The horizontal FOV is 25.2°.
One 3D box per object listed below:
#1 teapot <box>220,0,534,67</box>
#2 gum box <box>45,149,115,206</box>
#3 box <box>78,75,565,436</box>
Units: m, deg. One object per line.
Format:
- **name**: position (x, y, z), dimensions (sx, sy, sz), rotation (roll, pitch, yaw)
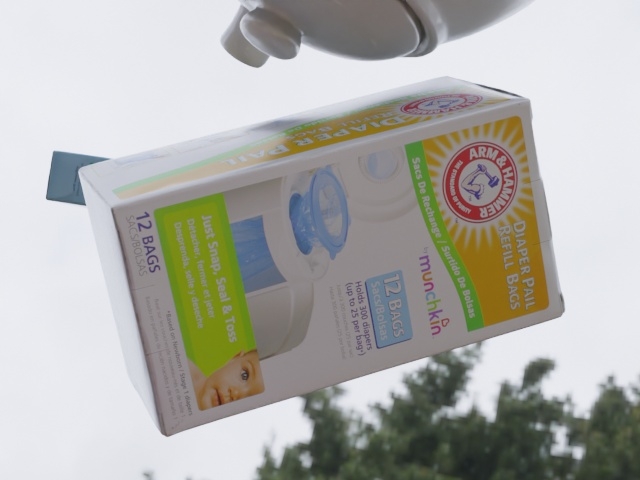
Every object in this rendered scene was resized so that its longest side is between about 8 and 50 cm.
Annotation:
- **teapot**: position (0.018, -0.177, 0.722), dimensions (0.252, 0.187, 0.256), rotation (24, -11, 35)
- **gum box**: position (-0.091, -0.030, 1.097), dimensions (0.184, 0.041, 0.157), rotation (8, -1, 15)
- **box**: position (0.000, 0.000, 0.691), dimensions (0.203, 0.103, 0.114), rotation (-15, -74, -14)
